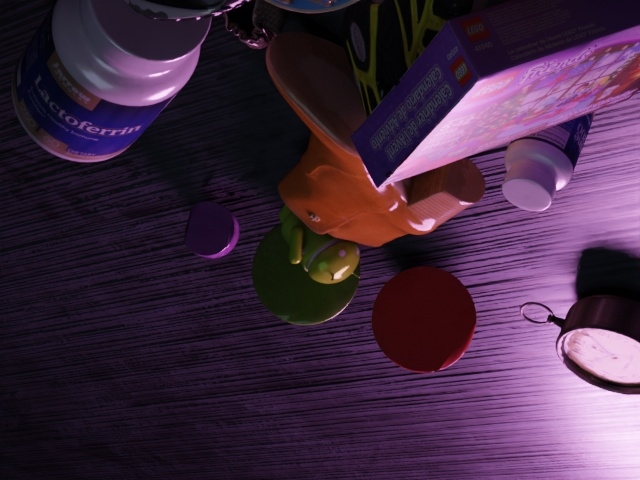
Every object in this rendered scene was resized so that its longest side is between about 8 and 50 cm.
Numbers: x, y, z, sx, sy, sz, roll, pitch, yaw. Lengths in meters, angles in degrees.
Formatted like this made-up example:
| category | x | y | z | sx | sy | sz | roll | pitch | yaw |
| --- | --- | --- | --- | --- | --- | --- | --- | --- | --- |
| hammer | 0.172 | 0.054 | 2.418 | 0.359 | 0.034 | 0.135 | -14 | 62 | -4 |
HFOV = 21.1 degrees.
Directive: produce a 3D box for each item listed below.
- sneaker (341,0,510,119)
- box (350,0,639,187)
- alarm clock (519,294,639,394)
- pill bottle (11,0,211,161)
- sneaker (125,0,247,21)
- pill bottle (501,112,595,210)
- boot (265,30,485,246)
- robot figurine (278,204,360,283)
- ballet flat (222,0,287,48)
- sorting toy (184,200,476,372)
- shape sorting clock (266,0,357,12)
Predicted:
| category | x | y | z | sx | sy | sz | roll | pitch | yaw |
| --- | --- | --- | --- | --- | --- | --- | --- | --- | --- |
| sneaker | 0.120 | -0.185 | 1.540 | 0.385 | 0.147 | 0.145 | 144 | 109 | -74 |
| box | 0.189 | -0.147 | 1.438 | 0.057 | 0.293 | 0.201 | 62 | 150 | 13 |
| alarm clock | 0.314 | 0.107 | 1.920 | 0.192 | 0.064 | 0.129 | 20 | 149 | 4 |
| pill bottle | -0.211 | -0.190 | 1.738 | 0.153 | 0.153 | 0.265 | 32 | 153 | -11 |
| sneaker | -0.164 | -0.294 | 1.539 | 0.283 | 0.107 | 0.124 | 34 | 149 | 40 |
| pill bottle | 0.215 | -0.089 | 1.641 | 0.067 | 0.120 | 0.067 | 18 | 149 | 12 |
| boot | 0.008 | -0.089 | 1.803 | 0.295 | 0.104 | 0.211 | 35 | 147 | -24 |
| robot figurine | 0.000 | 0.000 | 1.942 | 0.115 | 0.101 | 0.067 | 57 | 132 | 24 |
| ballet flat | -0.089 | -0.274 | 1.637 | 0.084 | 0.058 | 0.250 | 10 | 146 | 22 |
| sorting toy | 0.014 | 0.049 | 2.040 | 0.366 | 0.127 | 0.126 | 22 | 178 | 10 |
| shape sorting clock | -0.019 | -0.282 | 1.372 | 0.206 | 0.040 | 0.206 | 16 | 121 | 28 |
